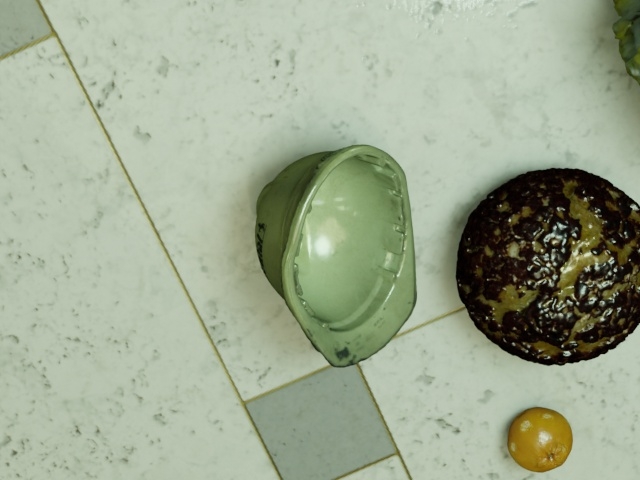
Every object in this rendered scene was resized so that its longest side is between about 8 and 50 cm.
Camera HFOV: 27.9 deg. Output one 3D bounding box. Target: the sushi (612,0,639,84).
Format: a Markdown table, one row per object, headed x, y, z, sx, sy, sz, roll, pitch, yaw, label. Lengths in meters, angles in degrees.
| x | y | z | sx | sy | sz | roll | pitch | yaw | label |
| --- | --- | --- | --- | --- | --- | --- | --- | --- | --- |
| 0.507 | -0.233 | 1.312 | 0.397 | 0.351 | 0.240 | -32 | 109 | 4 | sushi |

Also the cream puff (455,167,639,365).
| x | y | z | sx | sy | sz | roll | pitch | yaw | label |
| --- | --- | --- | --- | --- | --- | --- | --- | --- | --- |
| 0.274 | 0.035 | 1.481 | 0.239 | 0.165 | 0.239 | -3 | 108 | -8 | cream puff |

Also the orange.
| x | y | z | sx | sy | sz | roll | pitch | yaw | label |
| --- | --- | --- | --- | --- | --- | --- | --- | --- | --- |
| 0.273 | 0.248 | 1.604 | 0.083 | 0.070 | 0.083 | -3 | 112 | -9 | orange |

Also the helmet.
| x | y | z | sx | sy | sz | roll | pitch | yaw | label |
| --- | --- | --- | --- | --- | --- | --- | --- | --- | --- |
| -0.002 | 0.003 | 1.459 | 0.204 | 0.137 | 0.257 | -31 | 125 | -36 | helmet |
